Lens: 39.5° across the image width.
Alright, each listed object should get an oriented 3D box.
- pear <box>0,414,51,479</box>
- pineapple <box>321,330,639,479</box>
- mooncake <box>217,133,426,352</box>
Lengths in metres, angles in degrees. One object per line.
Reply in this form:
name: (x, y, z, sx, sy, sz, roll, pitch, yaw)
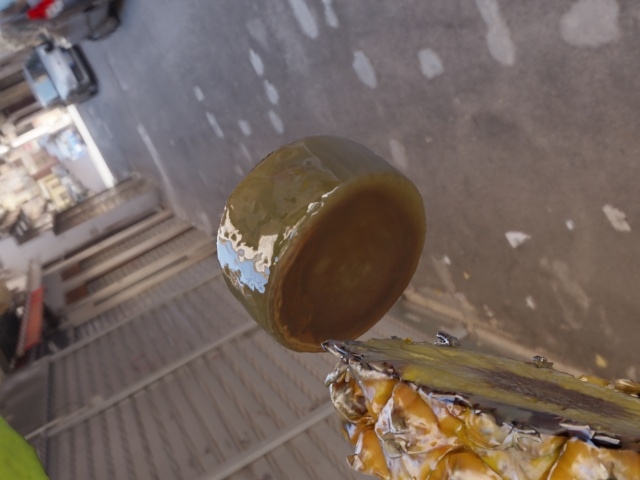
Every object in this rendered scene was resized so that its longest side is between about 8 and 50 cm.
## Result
pear: (-0.270, 0.207, 0.294, 0.399, 0.399, 0.165, 57, -178, 16)
pineapple: (0.096, 0.081, 0.397, 0.221, 0.221, 0.047, -161, 81, -72)
mooncake: (0.000, 0.000, 1.220, 0.155, 0.284, 0.284, 41, 158, 42)
